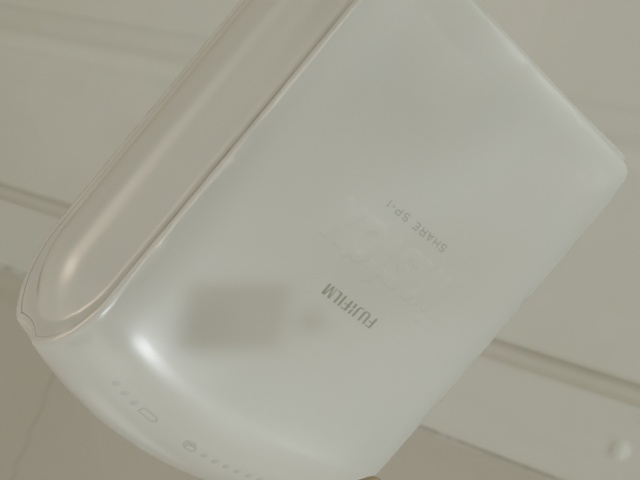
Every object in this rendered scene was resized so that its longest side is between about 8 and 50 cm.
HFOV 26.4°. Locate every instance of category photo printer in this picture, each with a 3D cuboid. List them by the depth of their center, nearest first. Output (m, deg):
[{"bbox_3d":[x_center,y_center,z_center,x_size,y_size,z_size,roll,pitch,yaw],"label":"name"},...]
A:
[{"bbox_3d":[0.000,0.000,0.770,0.307,0.107,0.256,-49,130,3],"label":"photo printer"}]

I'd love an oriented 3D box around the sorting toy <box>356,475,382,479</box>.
[{"bbox_3d":[0.021,0.147,0.658,0.083,0.012,0.062,-9,97,-33],"label":"sorting toy"}]
